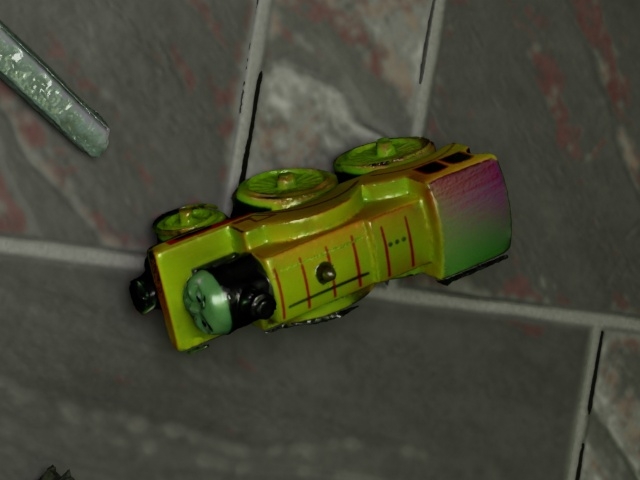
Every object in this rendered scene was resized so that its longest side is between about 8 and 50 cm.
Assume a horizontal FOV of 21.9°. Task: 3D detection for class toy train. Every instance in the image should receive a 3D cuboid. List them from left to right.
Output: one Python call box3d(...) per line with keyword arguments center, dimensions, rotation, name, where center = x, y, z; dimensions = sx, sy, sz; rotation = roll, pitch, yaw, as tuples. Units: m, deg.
box3d(center=(0.000, 0.000, 1.289), dimensions=(0.296, 0.160, 0.100), rotation=(-22, 113, -24), name="toy train")

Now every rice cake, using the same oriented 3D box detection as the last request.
box3d(center=(-0.232, -0.137, 1.215), dimensions=(0.033, 0.033, 0.207), rotation=(-48, 117, -3), name="rice cake")

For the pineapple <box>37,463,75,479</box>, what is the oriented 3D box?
box3d(center=(-0.272, 0.243, 1.209), dimensions=(0.237, 0.111, 0.119), rotation=(-22, 137, -30), name="pineapple")
